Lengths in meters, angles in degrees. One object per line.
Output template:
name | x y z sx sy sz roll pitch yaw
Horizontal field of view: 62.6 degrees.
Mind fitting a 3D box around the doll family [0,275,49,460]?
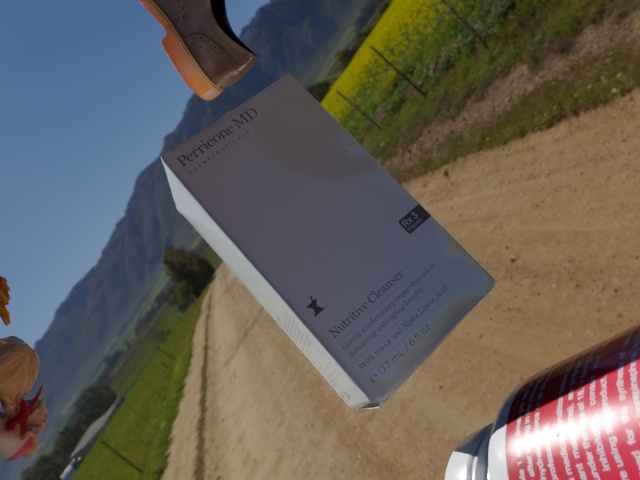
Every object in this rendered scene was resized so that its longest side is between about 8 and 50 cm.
doll family | -0.233 0.054 0.224 0.163 0.263 0.118 -53 29 -17

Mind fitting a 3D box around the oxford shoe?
oxford shoe | -0.235 -0.426 0.876 0.132 0.364 0.130 -28 14 18

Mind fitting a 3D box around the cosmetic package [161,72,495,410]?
cosmetic package | 0.000 0.000 0.685 0.217 0.385 0.156 -41 -10 -18

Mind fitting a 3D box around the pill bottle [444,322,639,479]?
pill bottle | 0.285 0.180 0.405 0.408 0.229 0.229 -51 8 48
